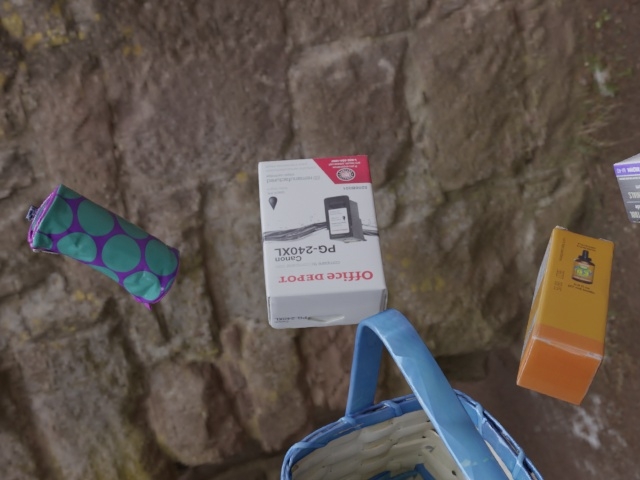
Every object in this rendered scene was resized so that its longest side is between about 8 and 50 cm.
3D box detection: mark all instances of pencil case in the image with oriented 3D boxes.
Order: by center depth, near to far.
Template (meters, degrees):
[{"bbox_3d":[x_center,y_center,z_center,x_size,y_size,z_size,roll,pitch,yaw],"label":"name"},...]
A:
[{"bbox_3d":[-0.214,0.007,0.892,0.152,0.070,0.064,31,178,-27],"label":"pencil case"}]

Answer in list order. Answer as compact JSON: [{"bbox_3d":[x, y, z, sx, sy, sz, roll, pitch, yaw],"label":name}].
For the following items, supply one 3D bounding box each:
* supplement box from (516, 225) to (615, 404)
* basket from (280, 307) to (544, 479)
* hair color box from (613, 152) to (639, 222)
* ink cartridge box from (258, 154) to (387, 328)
[{"bbox_3d":[0.285,0.078,1.035,0.233,0.078,0.080,-59,-17,-51],"label":"supplement box"},{"bbox_3d":[0.084,0.214,0.667,0.254,0.201,0.289,60,162,28],"label":"basket"},{"bbox_3d":[0.651,-0.132,1.391,0.185,0.339,0.110,2,114,67],"label":"hair color box"},{"bbox_3d":[0.000,0.000,0.846,0.063,0.109,0.150,92,172,-58],"label":"ink cartridge box"}]
